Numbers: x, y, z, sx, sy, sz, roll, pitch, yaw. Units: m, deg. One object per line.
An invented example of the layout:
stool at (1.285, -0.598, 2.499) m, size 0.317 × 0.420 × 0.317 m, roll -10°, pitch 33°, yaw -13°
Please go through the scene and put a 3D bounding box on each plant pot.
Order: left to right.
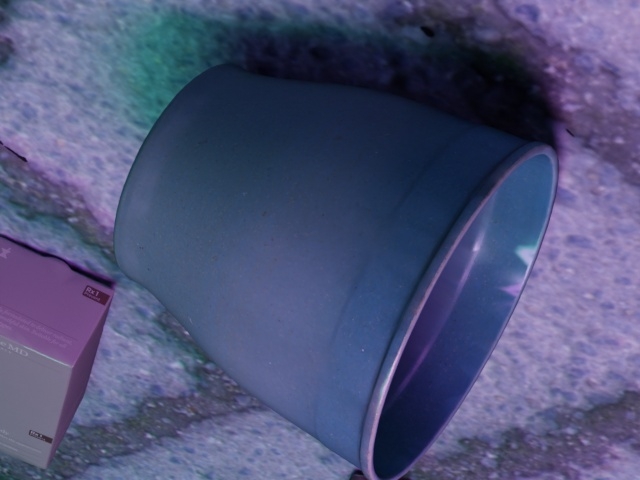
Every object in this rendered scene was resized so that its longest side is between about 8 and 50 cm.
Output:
plant pot at (0.000, 0.000, 1.324) m, size 0.255 × 0.272 × 0.272 m, roll 27°, pitch 148°, yaw 19°

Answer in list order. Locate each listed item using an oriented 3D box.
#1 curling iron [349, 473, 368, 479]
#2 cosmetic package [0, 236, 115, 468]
curling iron at (0.148, 0.281, 1.794) m, size 0.274 × 0.035 × 0.068 m, roll 10°, pitch 148°, yaw 17°
cosmetic package at (-0.287, 0.113, 1.738) m, size 0.127 × 0.107 × 0.238 m, roll 24°, pitch 148°, yaw 1°
